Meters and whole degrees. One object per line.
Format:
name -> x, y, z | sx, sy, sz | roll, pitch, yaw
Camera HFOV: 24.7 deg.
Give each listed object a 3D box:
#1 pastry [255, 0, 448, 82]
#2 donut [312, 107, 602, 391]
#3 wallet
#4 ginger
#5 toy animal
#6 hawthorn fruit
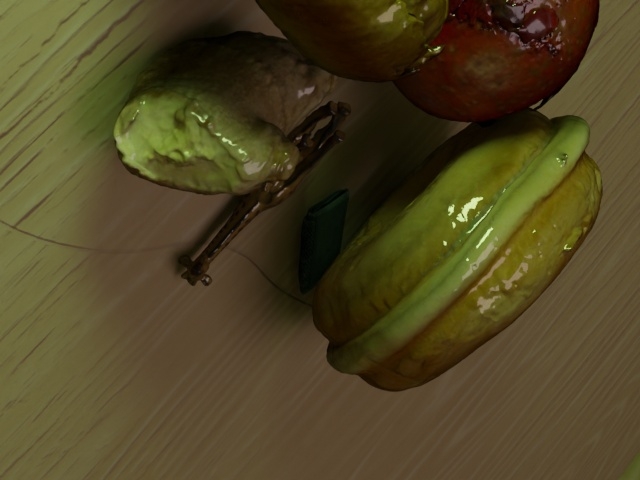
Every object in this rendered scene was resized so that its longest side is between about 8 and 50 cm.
pastry -> 0.002, -0.316, 1.392 | 0.164, 0.356, 0.356 | -27, 151, 16
donut -> 0.174, 0.006, 1.856 | 0.449, 0.198, 0.449 | -45, -176, 4
wallet -> 0.000, 0.000, 1.898 | 0.088, 0.026, 0.129 | -39, 146, -46
ginger -> -0.092, -0.128, 1.519 | 0.275, 0.221, 0.130 | -27, 126, -30
toy animal -> -0.063, -0.059, 1.719 | 0.275, 0.054, 0.149 | -45, -171, 13
hawthorn fruit -> 0.189, -0.274, 1.718 | 0.316, 0.316, 0.316 | -34, 139, -36
